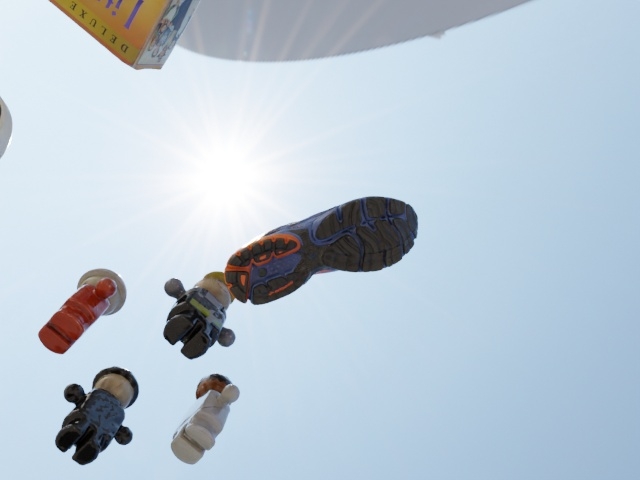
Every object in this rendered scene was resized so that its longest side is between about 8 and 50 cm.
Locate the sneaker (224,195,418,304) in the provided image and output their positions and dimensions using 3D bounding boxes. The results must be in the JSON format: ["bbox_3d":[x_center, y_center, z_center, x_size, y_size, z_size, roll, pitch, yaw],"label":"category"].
[{"bbox_3d":[0.000,0.000,0.726,0.221,0.083,0.087,-14,-166,-9],"label":"sneaker"}]

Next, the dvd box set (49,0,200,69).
[{"bbox_3d":[-0.151,-0.401,0.536,0.307,0.062,0.420,39,-68,7],"label":"dvd box set"}]

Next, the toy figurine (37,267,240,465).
[{"bbox_3d":[-0.196,0.138,0.771,0.209,0.213,0.148,-2,-163,4],"label":"toy figurine"}]

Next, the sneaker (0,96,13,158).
[{"bbox_3d":[-0.498,-0.110,0.811,0.131,0.148,0.350,-15,-137,15],"label":"sneaker"}]
